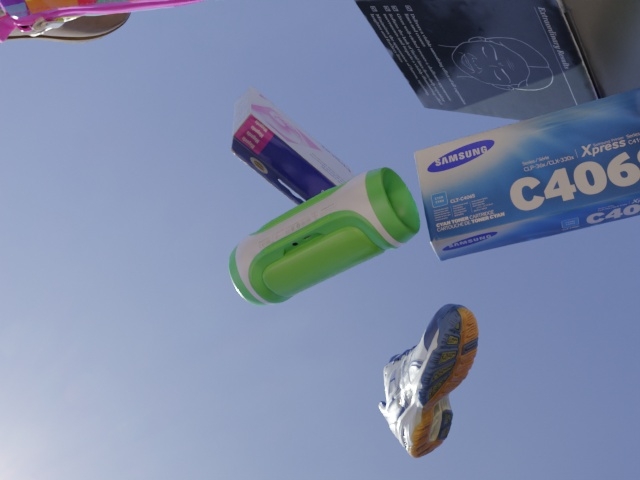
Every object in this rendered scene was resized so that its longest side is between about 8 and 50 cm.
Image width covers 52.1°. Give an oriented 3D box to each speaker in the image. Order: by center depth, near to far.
[{"bbox_3d":[0.000,0.000,1.016,0.297,0.131,0.131,-27,-114,27],"label":"speaker"}]

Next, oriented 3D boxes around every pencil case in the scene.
[{"bbox_3d":[-0.171,-0.243,0.572,0.236,0.104,0.104,-15,-110,-12],"label":"pencil case"}]

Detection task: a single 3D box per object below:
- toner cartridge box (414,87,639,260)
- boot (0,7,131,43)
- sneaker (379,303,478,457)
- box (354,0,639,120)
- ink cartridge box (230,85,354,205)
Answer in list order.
[{"bbox_3d":[0.323,-0.094,0.955,0.348,0.075,0.165,-15,-120,17],"label":"toner cartridge box"},{"bbox_3d":[-0.268,-0.292,0.768,0.236,0.270,0.089,-31,-67,-39],"label":"boot"},{"bbox_3d":[0.154,0.209,1.048,0.112,0.296,0.131,-11,-143,-34],"label":"sneaker"},{"bbox_3d":[0.307,-0.371,1.084,0.395,0.293,0.212,22,-107,46],"label":"box"},{"bbox_3d":[-0.043,-0.169,1.398,0.324,0.330,0.071,38,-73,-22],"label":"ink cartridge box"}]
